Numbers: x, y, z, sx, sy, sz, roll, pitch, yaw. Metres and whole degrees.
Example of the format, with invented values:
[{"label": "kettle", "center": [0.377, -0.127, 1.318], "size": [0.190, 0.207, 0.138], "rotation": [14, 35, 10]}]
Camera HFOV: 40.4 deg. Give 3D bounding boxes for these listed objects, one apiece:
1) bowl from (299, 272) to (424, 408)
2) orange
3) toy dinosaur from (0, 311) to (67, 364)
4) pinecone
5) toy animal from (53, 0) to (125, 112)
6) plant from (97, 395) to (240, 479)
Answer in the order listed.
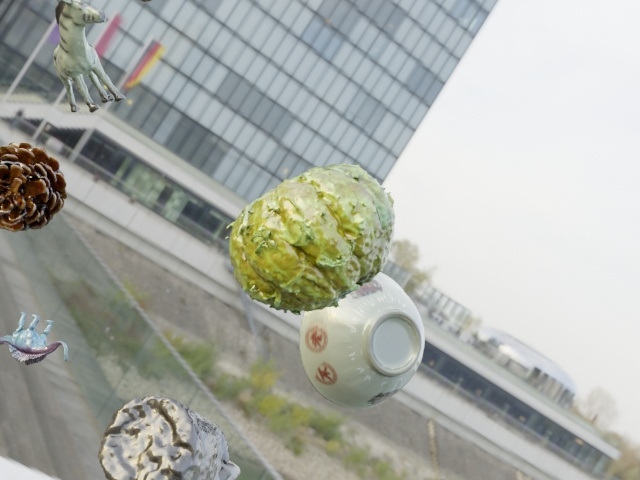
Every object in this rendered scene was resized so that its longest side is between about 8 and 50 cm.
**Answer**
[{"label": "bowl", "center": [0.131, 0.231, 2.020], "size": [0.337, 0.337, 0.157], "rotation": [33, -17, -24]}, {"label": "orange", "center": [0.000, 0.000, 1.458], "size": [0.223, 0.300, 0.301], "rotation": [60, -34, 5]}, {"label": "toy dinosaur", "center": [-0.469, 0.161, 1.412], "size": [0.197, 0.080, 0.045], "rotation": [6, -20, 34]}, {"label": "pinecone", "center": [-0.525, -0.089, 1.510], "size": [0.173, 0.173, 0.173], "rotation": [32, -2, 1]}, {"label": "toy animal", "center": [-0.378, -0.288, 1.358], "size": [0.217, 0.073, 0.176], "rotation": [8, -57, 62]}, {"label": "plant", "center": [-0.227, 0.375, 1.411], "size": [0.194, 0.181, 0.320], "rotation": [5, -28, 12]}]
